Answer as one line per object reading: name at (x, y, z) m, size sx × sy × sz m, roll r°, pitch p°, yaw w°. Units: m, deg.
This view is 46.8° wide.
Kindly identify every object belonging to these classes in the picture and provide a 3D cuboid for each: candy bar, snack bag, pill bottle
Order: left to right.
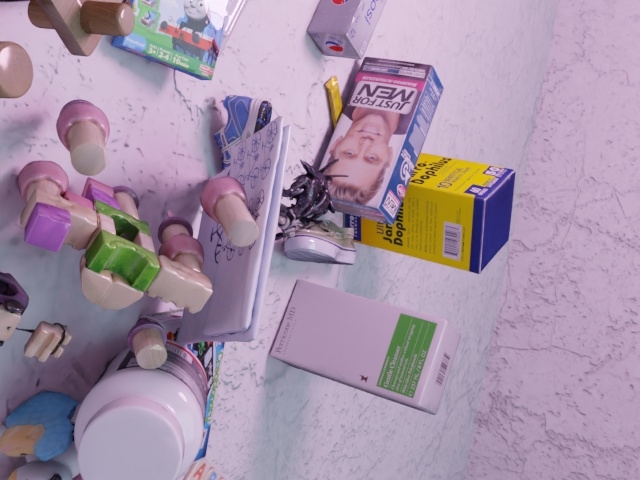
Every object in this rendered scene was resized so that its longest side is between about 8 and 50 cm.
pill bottle at (-0.257, 0.258, 1.079) m, size 0.318 × 0.177 × 0.176 m, roll -147°, pitch -110°, yaw -82°
snack bag at (-0.148, 0.001, 1.157) m, size 0.037 × 0.343 × 0.322 m, roll 14°, pitch 75°, yaw -25°
candy bar at (0.035, -0.284, 1.639) m, size 0.040 × 0.018 × 0.161 m, roll -48°, pitch 142°, yaw -38°

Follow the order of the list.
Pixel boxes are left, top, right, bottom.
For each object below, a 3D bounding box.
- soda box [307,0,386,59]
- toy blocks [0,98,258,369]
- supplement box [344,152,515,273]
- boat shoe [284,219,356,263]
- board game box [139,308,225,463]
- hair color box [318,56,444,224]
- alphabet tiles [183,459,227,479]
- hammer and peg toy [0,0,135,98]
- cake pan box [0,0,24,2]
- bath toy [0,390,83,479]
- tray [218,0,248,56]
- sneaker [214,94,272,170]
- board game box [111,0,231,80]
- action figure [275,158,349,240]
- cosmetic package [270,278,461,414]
soda box at (0.081, -0.520, 1.526) m, size 0.091 × 0.098 × 0.286 m, roll 42°, pitch 66°, yaw -57°
toy blocks at (-0.296, -0.014, 1.034) m, size 0.289 × 0.260 × 0.308 m, roll 27°, pitch 104°, yaw -32°
supplement box at (0.254, -0.083, 1.763) m, size 0.194 × 0.357 × 0.195 m, roll -38°, pitch 134°, yaw -48°
boat shoe at (0.000, 0.000, 1.649) m, size 0.302 × 0.109 × 0.094 m, roll 16°, pitch 73°, yaw -69°
board game box at (-0.264, 0.275, 1.345) m, size 0.193 × 0.053 × 0.305 m, roll -2°, pitch 105°, yaw -59°
hair color box at (0.128, -0.224, 1.629) m, size 0.105 × 0.174 × 0.347 m, roll 40°, pitch 67°, yaw -59°
alphabet tiles at (-0.280, 0.593, 1.500) m, size 0.277 × 0.021 × 0.284 m, roll -59°, pitch 147°, yaw -27°
hammer and peg toy at (-0.275, -0.332, 0.766) m, size 0.266 × 0.128 × 0.361 m, roll 72°, pitch 32°, yaw -57°
cake pan box at (-0.374, -0.397, 0.832) m, size 0.267 × 0.070 × 0.245 m, roll -31°, pitch 127°, yaw -51°
bath toy at (-0.380, 0.400, 1.129) m, size 0.151 × 0.129 × 0.348 m, roll -44°, pitch 139°, yaw -43°
tray at (-0.145, -0.453, 1.217) m, size 0.145 × 0.030 × 0.270 m, roll 40°, pitch 70°, yaw -53°
sneaker at (-0.147, -0.168, 1.328) m, size 0.080 × 0.081 × 0.211 m, roll -58°, pitch 168°, yaw -57°
board game box at (-0.211, -0.368, 1.112) m, size 0.160 × 0.039 × 0.211 m, roll 13°, pitch 91°, yaw -43°
action figure at (-0.076, -0.063, 1.433) m, size 0.275 × 0.141 × 0.164 m, roll -47°, pitch 141°, yaw -15°
cosmetic package at (0.099, 0.233, 1.635) m, size 0.155 × 0.366 × 0.196 m, roll 40°, pitch 66°, yaw -60°
